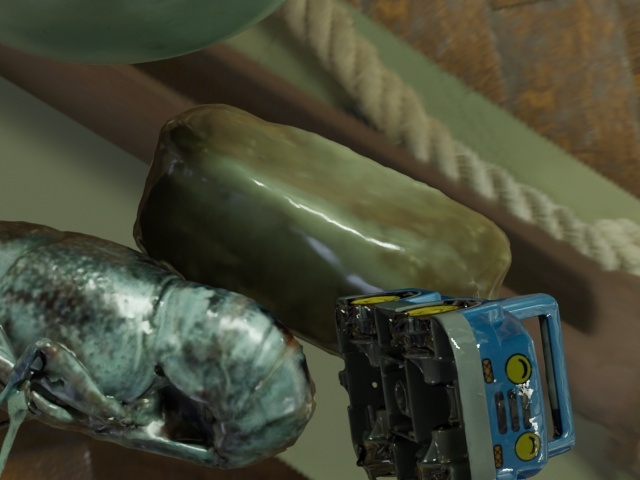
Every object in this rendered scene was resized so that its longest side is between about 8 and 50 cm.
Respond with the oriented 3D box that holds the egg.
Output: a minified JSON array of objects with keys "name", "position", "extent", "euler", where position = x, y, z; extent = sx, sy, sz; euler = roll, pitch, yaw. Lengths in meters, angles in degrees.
[{"name":"egg","position":[-0.110,-0.201,0.980],"extent":[0.283,0.203,0.203],"euler":[-9,92,26]}]

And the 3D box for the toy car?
[{"name":"toy car","position":[0.073,0.074,0.903],"extent":[0.100,0.191,0.097],"euler":[-10,95,-16]}]

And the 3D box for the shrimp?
[{"name":"shrimp","position":[-0.186,0.066,1.076],"extent":[0.372,0.172,0.137],"euler":[8,120,18]}]

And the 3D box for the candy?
[{"name":"candy","position":[0.000,0.000,1.099],"extent":[0.234,0.102,0.104],"euler":[29,128,10]}]
